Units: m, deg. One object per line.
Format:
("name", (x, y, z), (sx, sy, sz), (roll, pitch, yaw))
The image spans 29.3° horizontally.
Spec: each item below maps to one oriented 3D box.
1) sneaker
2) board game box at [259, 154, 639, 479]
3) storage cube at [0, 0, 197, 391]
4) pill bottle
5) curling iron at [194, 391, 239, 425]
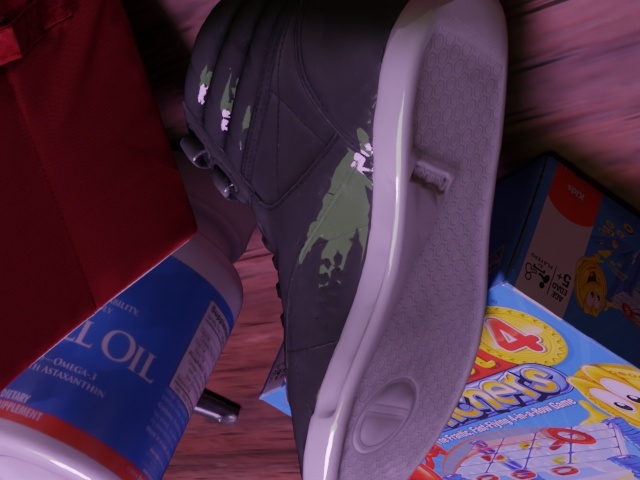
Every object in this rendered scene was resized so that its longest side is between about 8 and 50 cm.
("sneaker", (0.000, 0.000, 0.617), (0.147, 0.105, 0.295), (27, 123, 37))
("board game box", (0.160, 0.108, 0.787), (0.302, 0.086, 0.308), (32, 151, -14))
("storage cube", (-0.210, -0.046, 0.641), (0.215, 0.183, 0.193), (3, 122, 35))
("pill bottle", (-0.123, 0.055, 0.769), (0.124, 0.221, 0.124), (18, 151, 10))
("curling iron", (-0.199, 0.106, 1.104), (0.274, 0.035, 0.068), (29, 151, -9))
